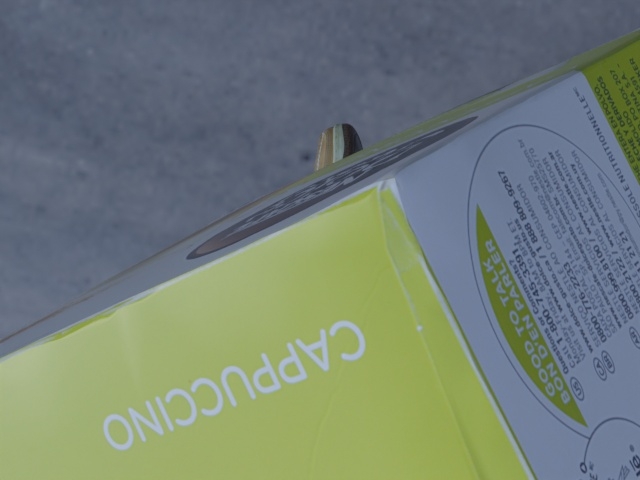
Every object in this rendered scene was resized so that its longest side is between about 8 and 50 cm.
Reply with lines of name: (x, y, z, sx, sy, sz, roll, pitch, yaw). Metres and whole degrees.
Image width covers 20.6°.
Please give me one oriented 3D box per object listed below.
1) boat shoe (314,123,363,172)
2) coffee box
boat shoe: (0.000, 0.000, 1.393, 0.072, 0.190, 0.068, -6, 161, 19)
coffee box: (0.058, 0.127, 0.849, 0.337, 0.338, 0.334, -24, -176, 37)
